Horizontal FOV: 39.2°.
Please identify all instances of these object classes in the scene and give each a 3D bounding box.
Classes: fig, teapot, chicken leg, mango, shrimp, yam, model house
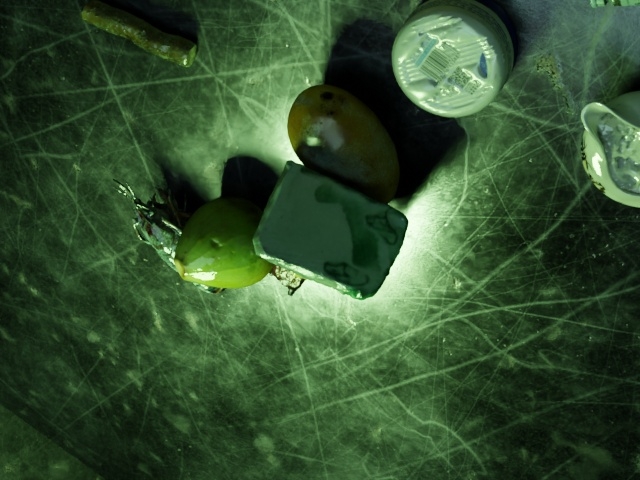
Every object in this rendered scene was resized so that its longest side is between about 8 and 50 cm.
[{"bbox_3d":[-0.210,0.003,1.967,0.230,0.207,0.207,7,146,-35],"label":"fig"},{"bbox_3d":[0.556,-0.132,1.504,0.208,0.166,0.299,-38,93,30],"label":"teapot"},{"bbox_3d":[-0.063,0.031,2.023,0.105,0.063,0.233,20,130,7],"label":"chicken leg"},{"bbox_3d":[0.052,-0.168,1.751,0.193,0.146,0.316,1,137,39],"label":"mango"},{"bbox_3d":[-0.352,-0.013,2.091,0.172,0.137,0.372,-22,113,43],"label":"shrimp"},{"bbox_3d":[-0.370,-0.425,1.831,0.253,0.061,0.061,26,133,9],"label":"yam"},{"bbox_3d":[0.000,0.000,1.825,0.267,0.194,0.325,24,172,-6],"label":"model house"}]

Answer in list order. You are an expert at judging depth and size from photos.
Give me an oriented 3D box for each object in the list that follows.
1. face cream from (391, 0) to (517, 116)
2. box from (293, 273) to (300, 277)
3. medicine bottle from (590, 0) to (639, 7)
[{"bbox_3d":[0.230,-0.320,1.557,0.206,0.111,0.205,13,130,17],"label":"face cream"},{"bbox_3d":[0.026,0.063,1.986,0.155,0.023,0.086,16,126,-12],"label":"box"},{"bbox_3d":[0.518,-0.390,1.387,0.191,0.051,0.051,4,126,27],"label":"medicine bottle"}]
